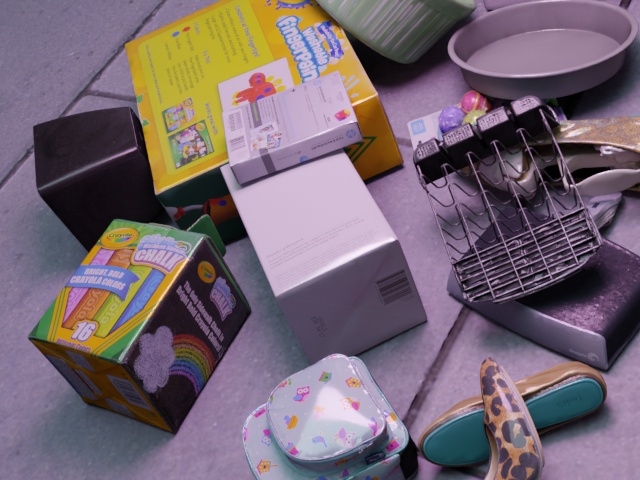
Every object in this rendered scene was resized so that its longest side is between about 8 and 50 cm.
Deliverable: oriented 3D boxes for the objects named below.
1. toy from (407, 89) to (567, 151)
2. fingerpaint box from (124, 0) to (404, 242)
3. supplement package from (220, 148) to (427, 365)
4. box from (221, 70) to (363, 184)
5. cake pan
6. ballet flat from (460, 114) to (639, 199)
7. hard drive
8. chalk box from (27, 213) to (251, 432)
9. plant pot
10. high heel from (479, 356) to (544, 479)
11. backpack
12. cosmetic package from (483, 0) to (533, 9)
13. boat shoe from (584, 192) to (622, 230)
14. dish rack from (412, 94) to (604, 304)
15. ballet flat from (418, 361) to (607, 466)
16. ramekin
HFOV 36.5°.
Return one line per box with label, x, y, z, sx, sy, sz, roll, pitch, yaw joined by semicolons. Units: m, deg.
toy;0.253;-0.199;1.526;0.237;0.056;0.137;-17;43;9
fingerpaint box;-0.110;-0.236;1.646;0.371;0.163;0.444;-25;44;2
supplement package;0.000;0.000;1.365;0.175;0.177;0.293;-26;44;-1
box;-0.044;-0.164;1.387;0.186;0.038;0.145;-21;40;4
cake pan;0.351;-0.304;1.539;0.293;0.054;0.293;-10;33;6
ballet flat;0.328;-0.110;1.362;0.349;0.123;0.123;-1;49;27
hard drive;0.304;0.049;1.272;0.255;0.054;0.172;27;65;40
chalk box;-0.235;0.091;1.387;0.179;0.180;0.289;10;53;30
plant pot;-0.352;-0.112;1.614;0.167;0.187;0.188;-26;44;4
high heel;0.154;0.268;1.064;0.186;0.093;0.261;-14;70;4
backpack;0.002;0.242;1.168;0.188;0.144;0.166;-32;50;-2
cosmetic package;0.419;-0.655;1.637;0.328;0.393;0.329;-1;50;23
boat shoe;0.386;-0.037;1.330;0.035;0.035;0.100;3;25;38
dish rack;0.243;-0.049;1.273;0.208;0.074;0.271;-25;61;16
ballet flat;0.226;0.207;1.163;0.232;0.080;0.073;-19;16;3
ramekin;0.103;-0.440;1.646;0.148;0.303;0.303;-48;38;24
